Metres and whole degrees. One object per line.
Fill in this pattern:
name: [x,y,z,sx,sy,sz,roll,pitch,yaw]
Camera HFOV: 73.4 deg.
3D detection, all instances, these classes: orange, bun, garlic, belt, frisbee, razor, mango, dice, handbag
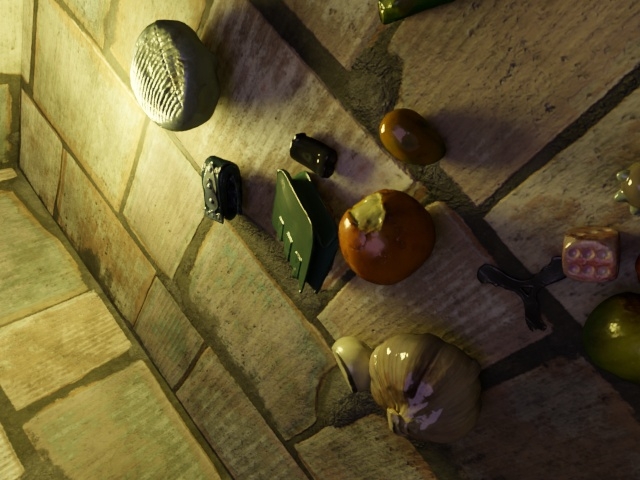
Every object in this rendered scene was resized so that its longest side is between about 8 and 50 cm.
orange: [0.161,-0.010,1.054,0.239,0.240,0.240,17,119,34]
bun: [0.115,0.372,1.328,0.173,0.119,0.173,61,171,18]
garlic: [0.269,0.390,1.160,0.321,0.241,0.323,-2,87,33]
belt: [-0.324,-0.173,1.460,0.128,0.122,0.218,22,128,29]
frisbee: [0.480,0.128,1.001,0.210,0.012,0.188,-6,105,41]
razor: [-0.021,-0.244,1.223,0.148,0.054,0.090,34,127,25]
bun: [-0.445,-0.511,1.364,0.354,0.194,0.355,15,115,36]
mango: [0.212,-0.237,1.013,0.163,0.089,0.111,50,131,0]
dice: [0.538,0.026,0.853,0.093,0.091,0.094,2,111,39]
handbag: [-0.055,-0.035,1.234,0.327,0.089,0.239,-118,34,-43]

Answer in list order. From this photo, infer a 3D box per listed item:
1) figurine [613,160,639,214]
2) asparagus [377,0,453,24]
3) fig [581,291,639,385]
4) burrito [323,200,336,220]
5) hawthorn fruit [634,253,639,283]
figurine: [0.650,-0.164,0.625,0.248,0.203,0.381,33,115,16]
asparagus: [0.248,-0.516,0.869,0.342,0.085,0.082,4,87,41]
fig: [0.601,0.190,0.816,0.181,0.181,0.191,55,150,6]
burrito: [0.000,0.000,1.302,0.087,0.060,0.226,-102,22,-55]
hawthorn fruit: [0.645,0.057,0.770,0.125,0.140,0.125,162,90,-76]
